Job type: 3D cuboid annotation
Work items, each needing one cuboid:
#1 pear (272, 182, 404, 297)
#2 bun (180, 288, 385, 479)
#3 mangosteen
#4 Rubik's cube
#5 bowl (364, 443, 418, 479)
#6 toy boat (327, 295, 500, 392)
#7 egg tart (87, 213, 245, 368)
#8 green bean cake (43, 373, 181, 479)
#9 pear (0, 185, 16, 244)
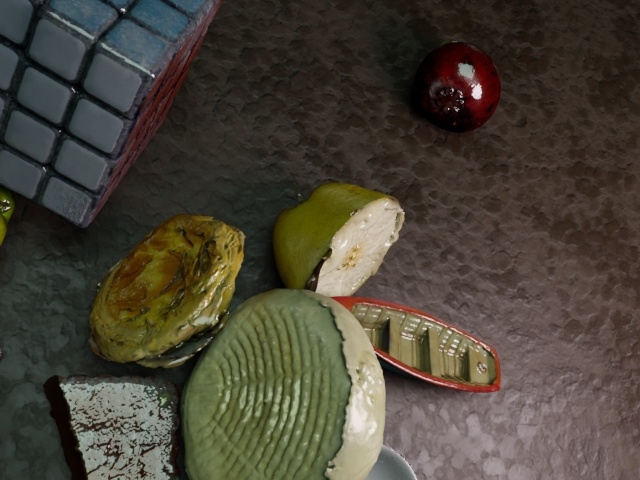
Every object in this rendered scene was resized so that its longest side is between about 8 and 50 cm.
[{"bbox_3d":[0.002,-0.001,1.411,0.178,0.267,0.267,35,61,27],"label":"pear"},{"bbox_3d":[-0.037,0.262,1.233,0.202,0.364,0.364,28,60,-45],"label":"bun"},{"bbox_3d":[0.275,-0.313,1.619,0.200,0.200,0.200,6,70,-17],"label":"mangosteen"},{"bbox_3d":[-0.388,-0.290,1.225,0.337,0.344,0.344,29,38,-10],"label":"Rubik's cube"},{"bbox_3d":[0.065,0.426,1.323,0.189,0.086,0.189,6,72,-17],"label":"bowl"},{"bbox_3d":[0.147,0.181,1.403,0.392,0.079,0.136,21,50,-24],"label":"toy boat"},{"bbox_3d":[-0.232,0.092,1.285,0.297,0.297,0.132,-52,135,-26],"label":"egg tart"},{"bbox_3d":[-0.312,0.318,1.226,0.198,0.097,0.233,-1,72,-20],"label":"green bean cake"},{"bbox_3d":[-0.569,-0.028,1.218,0.219,0.187,0.187,-14,76,-28],"label":"pear"}]
